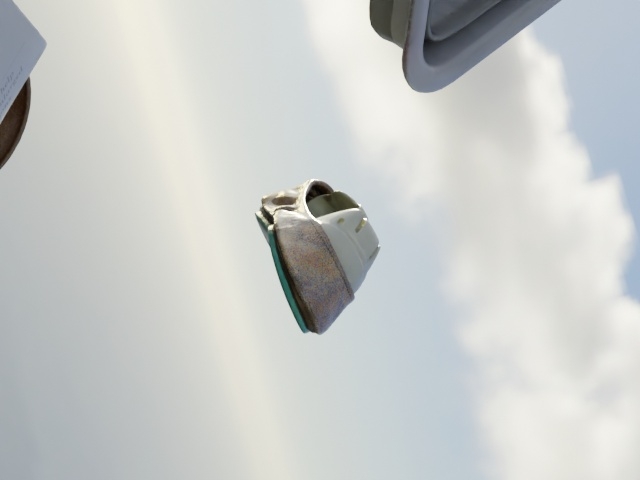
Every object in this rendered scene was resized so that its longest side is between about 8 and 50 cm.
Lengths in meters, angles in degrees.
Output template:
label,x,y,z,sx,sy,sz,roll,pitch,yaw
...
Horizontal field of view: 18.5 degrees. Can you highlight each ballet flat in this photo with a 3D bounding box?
label,x,y,z,sx,sy,sz,roll,pitch,yaw
ballet flat,0.000,0.000,1.952,0.316,0.106,0.108,-114,180,-70

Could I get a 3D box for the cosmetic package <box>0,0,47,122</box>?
label,x,y,z,sx,sy,sz,roll,pitch,yaw
cosmetic package,-0.276,-0.105,1.058,0.183,0.151,0.151,28,-8,13

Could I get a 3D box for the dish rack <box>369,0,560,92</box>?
label,x,y,z,sx,sy,sz,roll,pitch,yaw
dish rack,0.124,-0.263,1.038,0.072,0.285,0.333,34,-37,24

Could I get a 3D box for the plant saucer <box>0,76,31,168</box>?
label,x,y,z,sx,sy,sz,roll,pitch,yaw
plant saucer,-0.334,-0.116,1.583,0.036,0.198,0.199,-131,-157,-55
